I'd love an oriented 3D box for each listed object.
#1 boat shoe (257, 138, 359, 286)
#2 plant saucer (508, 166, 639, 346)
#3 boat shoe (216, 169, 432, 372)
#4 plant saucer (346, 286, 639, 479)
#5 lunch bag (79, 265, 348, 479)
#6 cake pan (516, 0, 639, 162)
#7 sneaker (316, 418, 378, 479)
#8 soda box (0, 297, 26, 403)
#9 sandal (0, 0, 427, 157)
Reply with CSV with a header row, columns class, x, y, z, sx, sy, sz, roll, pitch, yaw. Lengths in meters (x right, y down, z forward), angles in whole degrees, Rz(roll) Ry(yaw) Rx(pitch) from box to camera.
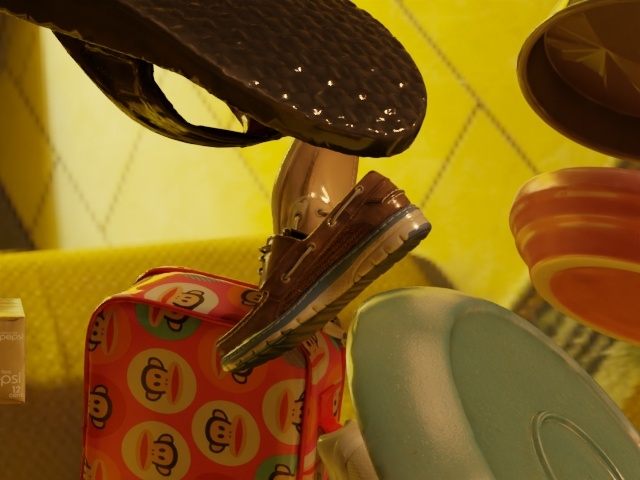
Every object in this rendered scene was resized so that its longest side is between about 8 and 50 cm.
class,x,y,z,sx,sy,sz,roll,pitch,yaw
boat shoe,0.000,0.000,1.782,0.098,0.109,0.302,13,88,47
plant saucer,0.345,0.037,1.552,0.332,0.332,0.084,-3,61,53
boat shoe,-0.008,0.022,1.075,0.183,0.066,0.066,-39,77,13
plant saucer,0.137,0.146,0.839,0.043,0.317,0.317,-40,61,22
lunch bag,-0.085,0.184,1.387,0.258,0.120,0.293,13,110,16
cake pan,0.350,-0.177,1.572,0.293,0.293,0.054,-27,41,52
sneaker,0.065,0.224,1.289,0.121,0.099,0.262,44,165,30
soda box,-0.243,0.077,1.103,0.181,0.058,0.061,-173,83,-77
sandal,-0.124,-0.158,1.134,0.445,0.167,0.107,25,130,15
